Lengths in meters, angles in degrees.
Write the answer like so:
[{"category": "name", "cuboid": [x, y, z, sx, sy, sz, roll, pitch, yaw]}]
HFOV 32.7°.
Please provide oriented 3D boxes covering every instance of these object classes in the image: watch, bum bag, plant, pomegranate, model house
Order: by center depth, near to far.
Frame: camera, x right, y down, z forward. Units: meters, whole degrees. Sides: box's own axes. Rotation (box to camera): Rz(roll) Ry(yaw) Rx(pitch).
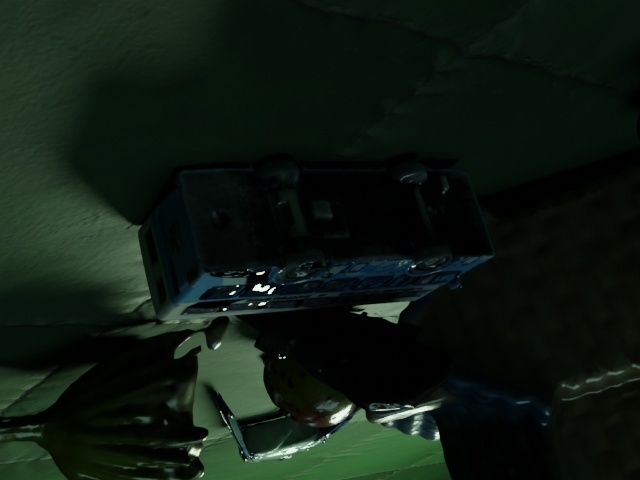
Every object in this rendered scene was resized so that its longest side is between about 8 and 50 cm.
[{"category": "bum bag", "cuboid": [0.001, 0.086, 1.019, 0.123, 0.248, 0.060, -14, 120, -46]}, {"category": "plant", "cuboid": [-0.281, 0.175, 1.158, 0.334, 0.180, 0.251, 12, 121, -20]}, {"category": "model house", "cuboid": [0.250, 0.206, 1.211, 0.400, 0.445, 0.395, -17, 162, -9]}, {"category": "pomegranate", "cuboid": [0.004, 0.159, 1.356, 0.159, 0.129, 0.129, -37, 175, -39]}, {"category": "watch", "cuboid": [-0.069, 0.272, 1.640, 0.276, 0.068, 0.274, -7, 157, -28]}]

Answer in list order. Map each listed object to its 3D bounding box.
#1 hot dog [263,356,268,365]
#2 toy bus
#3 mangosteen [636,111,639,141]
[{"category": "hot dog", "cuboid": [-0.053, 0.166, 1.444, 0.037, 0.021, 0.083, -21, 161, 3]}, {"category": "toy bus", "cuboid": [0.000, 0.000, 0.947, 0.297, 0.106, 0.131, -2, 156, -35]}, {"category": "mangosteen", "cuboid": [0.326, -0.109, 0.994, 0.081, 0.081, 0.081, -16, 160, -6]}]
